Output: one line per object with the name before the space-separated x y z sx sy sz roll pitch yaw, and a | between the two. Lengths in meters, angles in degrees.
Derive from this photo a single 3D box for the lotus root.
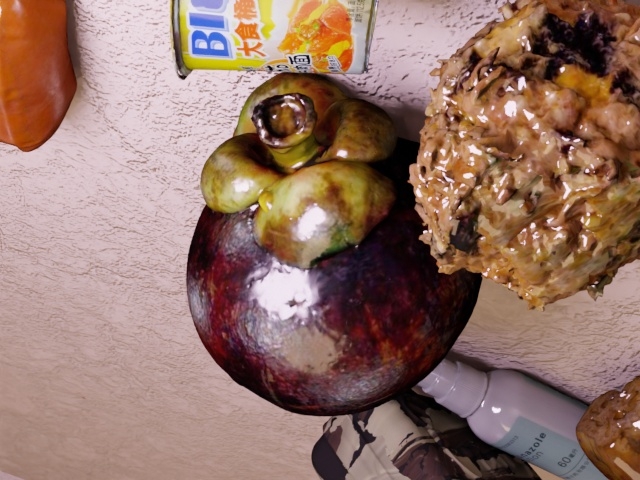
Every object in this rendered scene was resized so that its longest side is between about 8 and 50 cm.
lotus root | 0.483 0.282 1.353 0.291 0.193 0.193 35 146 -19

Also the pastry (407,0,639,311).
pastry | 0.203 -0.067 0.842 0.275 0.275 0.193 49 179 -40

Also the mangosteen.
mangosteen | 0.007 0.011 1.032 0.330 0.330 0.330 14 149 8

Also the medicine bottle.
medicine bottle | 0.273 0.243 1.444 0.352 0.110 0.110 26 148 -13

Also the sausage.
sausage | -0.323 -0.188 1.064 0.133 0.133 0.258 18 149 1

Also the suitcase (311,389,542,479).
suitcase | 0.153 0.340 1.476 0.351 0.194 0.339 23 -160 -48

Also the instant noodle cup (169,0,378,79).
instant noodle cup | -0.025 -0.220 0.802 0.153 0.205 0.205 7 148 2
